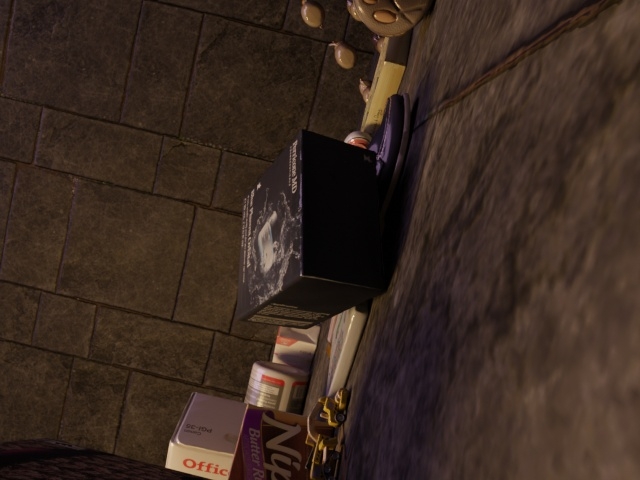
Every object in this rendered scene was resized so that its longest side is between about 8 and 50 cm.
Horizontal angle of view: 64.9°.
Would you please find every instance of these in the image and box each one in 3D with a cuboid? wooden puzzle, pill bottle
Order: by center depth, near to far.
[{"bbox_3d":[0.029,0.137,0.841,0.078,0.014,0.116,131,152,-79],"label":"wooden puzzle"},{"bbox_3d":[-0.137,0.485,1.365,0.161,0.161,0.283,109,175,-84],"label":"pill bottle"}]

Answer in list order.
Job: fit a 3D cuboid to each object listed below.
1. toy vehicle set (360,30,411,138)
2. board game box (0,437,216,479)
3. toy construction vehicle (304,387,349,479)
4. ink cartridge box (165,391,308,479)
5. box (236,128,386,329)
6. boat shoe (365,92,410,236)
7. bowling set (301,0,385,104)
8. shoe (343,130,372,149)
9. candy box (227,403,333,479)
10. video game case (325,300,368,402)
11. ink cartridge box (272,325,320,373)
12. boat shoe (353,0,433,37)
[{"bbox_3d":[0.113,-0.274,0.924,0.266,0.035,0.165,104,179,-59],"label":"toy vehicle set"},{"bbox_3d":[-0.138,0.255,0.366,0.232,0.291,0.141,107,177,-70],"label":"board game box"},{"bbox_3d":[0.002,0.210,0.540,0.086,0.035,0.098,105,179,-60],"label":"toy construction vehicle"},{"bbox_3d":[-0.133,0.399,0.785,0.117,0.207,0.282,-83,7,-68],"label":"ink cartridge box"},{"bbox_3d":[-0.016,-0.003,0.531,0.158,0.093,0.155,-37,48,51],"label":"box"},{"bbox_3d":[0.053,-0.071,0.579,0.075,0.065,0.206,-79,3,-79],"label":"boat shoe"},{"bbox_3d":[0.106,-0.459,1.119,0.200,0.287,0.154,-32,23,14],"label":"bowling set"},{"bbox_3d":[0.063,-0.110,0.925,0.178,0.064,0.081,95,-175,-54],"label":"shoe"},{"bbox_3d":[-0.055,0.292,0.568,0.053,0.109,0.186,105,179,-59],"label":"candy box"},{"bbox_3d":[0.034,0.107,0.633,0.143,0.019,0.157,-78,2,-60],"label":"video game case"},{"bbox_3d":[-0.075,0.318,1.477,0.198,0.115,0.067,105,178,-47],"label":"ink cartridge box"},{"bbox_3d":[0.108,-0.440,0.636,0.130,0.132,0.355,-81,6,-79],"label":"boat shoe"}]
